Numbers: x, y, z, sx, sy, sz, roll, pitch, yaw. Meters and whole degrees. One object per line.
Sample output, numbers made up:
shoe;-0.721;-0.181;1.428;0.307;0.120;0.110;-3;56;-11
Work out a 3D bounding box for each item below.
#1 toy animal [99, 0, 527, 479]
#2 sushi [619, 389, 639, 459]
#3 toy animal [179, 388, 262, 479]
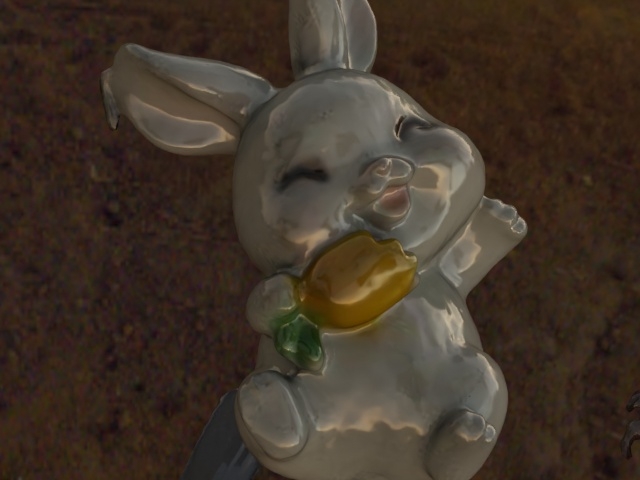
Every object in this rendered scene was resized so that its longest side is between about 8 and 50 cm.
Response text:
toy animal;0.007;0.001;0.726;0.208;0.154;0.325;-30;76;-4
sushi;0.183;0.012;0.308;0.107;0.161;0.241;34;77;-11
toy animal;-0.131;0.244;0.711;0.081;0.206;0.367;28;83;7
